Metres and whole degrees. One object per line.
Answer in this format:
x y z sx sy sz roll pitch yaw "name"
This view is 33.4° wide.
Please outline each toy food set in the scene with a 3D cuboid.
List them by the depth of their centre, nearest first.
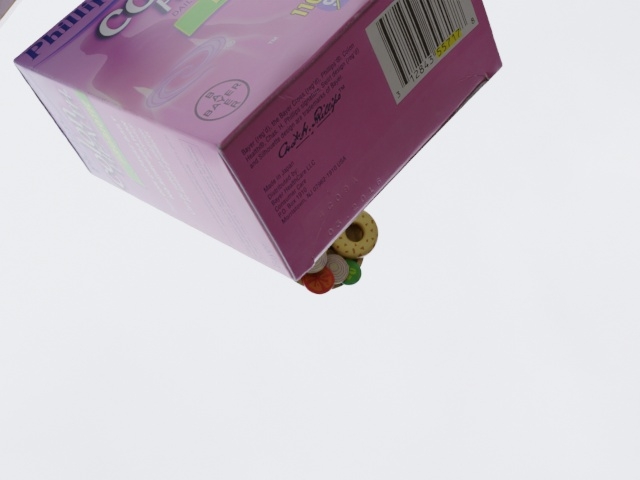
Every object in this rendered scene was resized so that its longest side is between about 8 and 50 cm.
0.000 0.000 0.814 0.083 0.020 0.082 34 -116 -12 "toy food set"

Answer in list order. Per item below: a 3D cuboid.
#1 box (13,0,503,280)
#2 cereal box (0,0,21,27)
-0.045 -0.120 0.722 0.213 0.243 0.117 -46 -47 -19 "box"
-0.293 -0.220 0.766 0.173 0.047 0.240 38 -105 -15 "cereal box"
